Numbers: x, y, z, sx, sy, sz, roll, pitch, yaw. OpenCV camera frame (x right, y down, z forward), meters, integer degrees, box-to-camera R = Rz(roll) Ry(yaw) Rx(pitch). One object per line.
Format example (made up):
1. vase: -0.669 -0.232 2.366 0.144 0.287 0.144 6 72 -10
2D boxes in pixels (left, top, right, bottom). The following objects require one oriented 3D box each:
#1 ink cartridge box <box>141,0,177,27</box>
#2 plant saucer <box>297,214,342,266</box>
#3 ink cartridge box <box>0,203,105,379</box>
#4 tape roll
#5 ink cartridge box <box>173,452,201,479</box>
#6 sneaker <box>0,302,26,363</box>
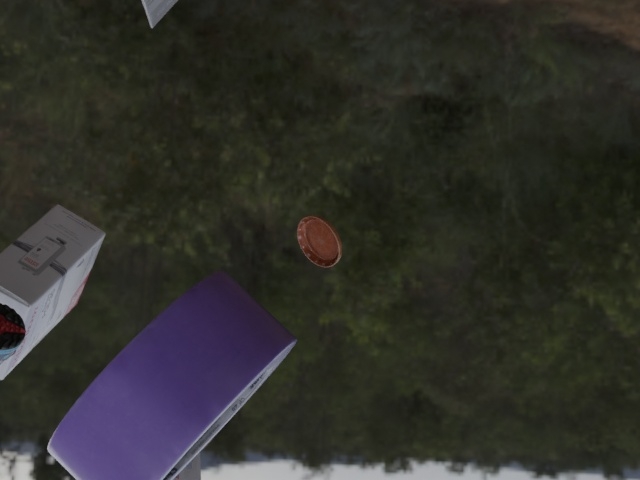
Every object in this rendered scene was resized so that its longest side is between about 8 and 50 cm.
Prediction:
1. ink cartridge box: -0.284 -0.570 1.785 0.066 0.296 0.261 14 140 23
2. plant saucer: 0.000 0.000 1.500 0.083 0.083 0.013 -11 -165 48
3. ink cartridge box: -0.539 0.093 1.863 0.117 0.207 0.283 30 -147 1
4. tape roll: -0.109 0.117 0.762 0.080 0.189 0.189 42 170 5
5. ink cartridge box: -0.257 0.318 1.469 0.181 0.104 0.061 1 162 -22
6. sneaker: -0.579 0.142 1.480 0.262 0.104 0.125 18 135 -21
